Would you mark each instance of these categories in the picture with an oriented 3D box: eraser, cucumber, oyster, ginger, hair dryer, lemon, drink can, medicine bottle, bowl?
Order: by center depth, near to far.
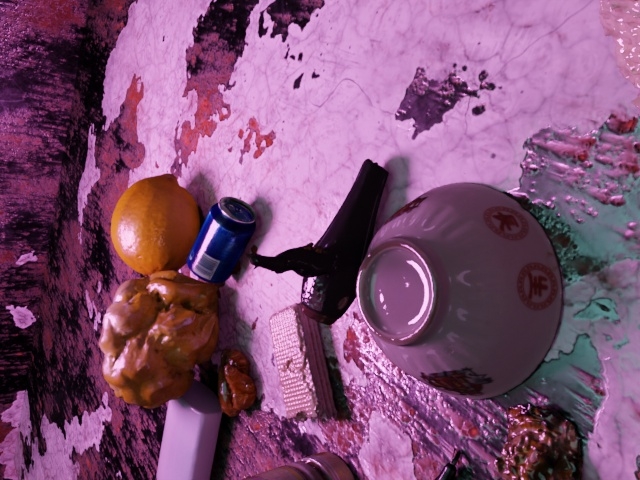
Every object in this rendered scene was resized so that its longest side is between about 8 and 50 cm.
[{"bbox_3d":[0.288,0.310,0.683,0.105,0.056,0.177,2,85,41],"label":"oyster"},{"bbox_3d":[0.157,0.072,0.762,0.337,0.158,0.337,-5,83,48],"label":"bowl"},{"bbox_3d":[0.184,0.401,0.806,0.039,0.043,0.163,24,112,7],"label":"cucumber"},{"bbox_3d":[0.000,0.000,0.813,0.120,0.359,0.303,26,99,23],"label":"hair dryer"},{"bbox_3d":[-0.095,0.487,0.896,0.151,0.322,0.151,-2,88,48],"label":"medicine bottle"},{"bbox_3d":[-0.204,0.328,1.213,0.103,0.073,0.162,-30,65,42],"label":"ginger"},{"bbox_3d":[-0.236,0.000,1.235,0.205,0.118,0.118,-56,50,29],"label":"drink can"},{"bbox_3d":[-0.347,0.532,1.341,0.189,0.104,0.290,25,106,51],"label":"eraser"},{"bbox_3d":[-0.440,-0.036,1.384,0.236,0.236,0.263,-30,37,43],"label":"lemon"}]

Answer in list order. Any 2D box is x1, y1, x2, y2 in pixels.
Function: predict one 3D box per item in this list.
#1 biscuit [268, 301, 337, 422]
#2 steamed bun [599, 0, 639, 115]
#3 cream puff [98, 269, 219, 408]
[{"bbox_3d":[-0.039,0.249,1.042,0.108,0.062,0.238,-30,66,43],"label":"biscuit"},{"bbox_3d":[0.399,-0.219,0.470,0.290,0.274,0.272,57,170,37],"label":"steamed bun"},{"bbox_3d":[-0.365,0.237,1.260,0.324,0.257,0.291,-95,-11,-59],"label":"cream puff"}]
